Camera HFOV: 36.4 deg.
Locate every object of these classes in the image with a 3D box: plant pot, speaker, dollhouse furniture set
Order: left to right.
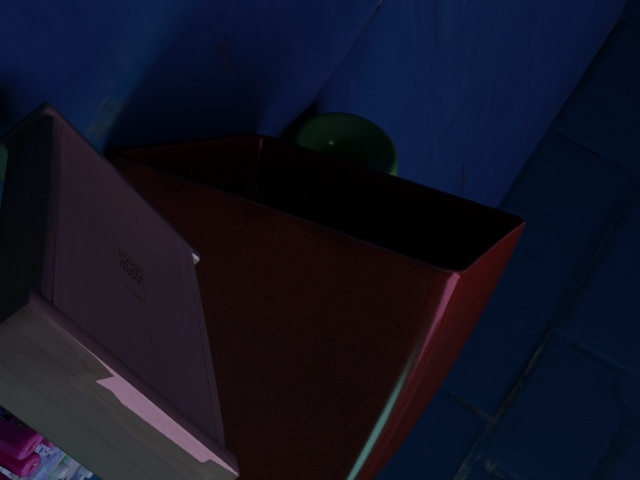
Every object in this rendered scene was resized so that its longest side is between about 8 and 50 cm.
[{"bbox_3d":[-0.241,0.072,0.493,0.303,0.286,0.198,-36,-148,9],"label":"dollhouse furniture set"},{"bbox_3d":[-0.015,0.068,0.791,0.267,0.267,0.235,-22,128,-68],"label":"plant pot"},{"bbox_3d":[0.000,0.000,1.092,0.131,0.131,0.296,-47,163,-38],"label":"speaker"}]

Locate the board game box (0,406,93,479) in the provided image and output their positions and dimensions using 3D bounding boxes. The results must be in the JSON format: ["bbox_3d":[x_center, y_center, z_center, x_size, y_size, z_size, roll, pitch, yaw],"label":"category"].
[{"bbox_3d":[-0.265,0.267,0.802,0.390,0.050,0.390,-59,173,4],"label":"board game box"}]
